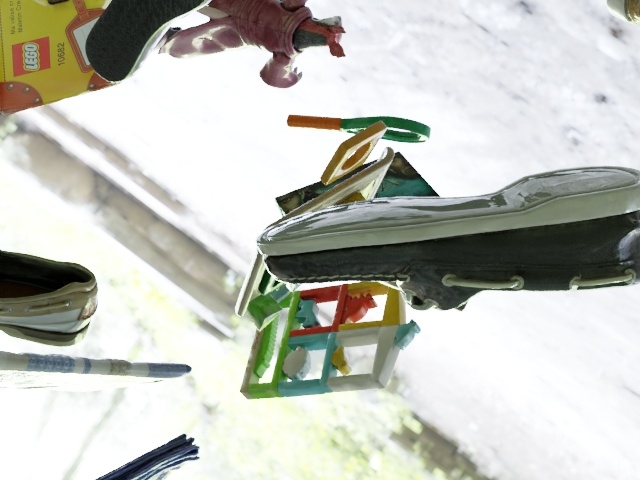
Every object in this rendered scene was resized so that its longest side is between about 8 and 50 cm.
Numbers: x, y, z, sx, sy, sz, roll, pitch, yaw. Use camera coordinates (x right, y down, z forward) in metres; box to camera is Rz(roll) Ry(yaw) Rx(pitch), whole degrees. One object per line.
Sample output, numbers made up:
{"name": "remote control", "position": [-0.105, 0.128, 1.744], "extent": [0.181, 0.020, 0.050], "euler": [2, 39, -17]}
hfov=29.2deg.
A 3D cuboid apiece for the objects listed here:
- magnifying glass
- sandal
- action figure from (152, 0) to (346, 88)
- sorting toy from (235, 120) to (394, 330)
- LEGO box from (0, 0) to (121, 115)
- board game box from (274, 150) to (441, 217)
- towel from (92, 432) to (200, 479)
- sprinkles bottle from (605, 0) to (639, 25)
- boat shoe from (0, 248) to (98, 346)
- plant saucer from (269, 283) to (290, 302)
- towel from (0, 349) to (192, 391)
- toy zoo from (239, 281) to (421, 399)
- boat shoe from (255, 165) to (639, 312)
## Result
{"name": "magnifying glass", "position": [0.058, -0.175, 1.896], "extent": [0.231, 0.026, 0.092], "euler": [8, 173, 21]}
{"name": "sandal", "position": [-0.187, -0.284, 1.424], "extent": [0.254, 0.054, 0.097], "euler": [-35, 91, 37]}
{"name": "action figure", "position": [-0.108, -0.398, 2.133], "extent": [0.370, 0.248, 0.276], "euler": [20, -165, 37]}
{"name": "sorting toy", "position": [0.000, 0.000, 1.321], "extent": [0.047, 0.196, 0.347], "euler": [48, 153, 13]}
{"name": "LEGO box", "position": [-0.425, -0.485, 1.632], "extent": [0.372, 0.193, 0.500], "euler": [49, 146, 34]}
{"name": "board game box", "position": [0.048, -0.047, 1.588], "extent": [0.126, 0.186, 0.026], "euler": [-127, 21, -47]}
{"name": "towel", "position": [-0.315, 0.378, 1.575], "extent": [0.040, 0.336, 0.243], "euler": [52, -147, 13]}
{"name": "sprinkles bottle", "position": [0.637, -0.370, 2.016], "extent": [0.355, 0.121, 0.121], "euler": [37, 172, 43]}
{"name": "boat shoe", "position": [-0.418, 0.048, 1.476], "extent": [0.302, 0.113, 0.103], "euler": [8, 135, -21]}
{"name": "plant saucer", "position": [-0.061, 0.057, 1.804], "extent": [0.021, 0.119, 0.119], "euler": [39, 170, 23]}
{"name": "towel", "position": [-0.307, 0.132, 1.278], "extent": [0.285, 0.034, 0.209], "euler": [9, 165, -43]}
{"name": "toy zoo", "position": [0.023, 0.152, 1.920], "extent": [0.293, 0.192, 0.030], "euler": [-9, 138, 28]}
{"name": "boat shoe", "position": [0.105, 0.012, 0.928], "extent": [0.114, 0.302, 0.091], "euler": [-89, -8, -74]}
